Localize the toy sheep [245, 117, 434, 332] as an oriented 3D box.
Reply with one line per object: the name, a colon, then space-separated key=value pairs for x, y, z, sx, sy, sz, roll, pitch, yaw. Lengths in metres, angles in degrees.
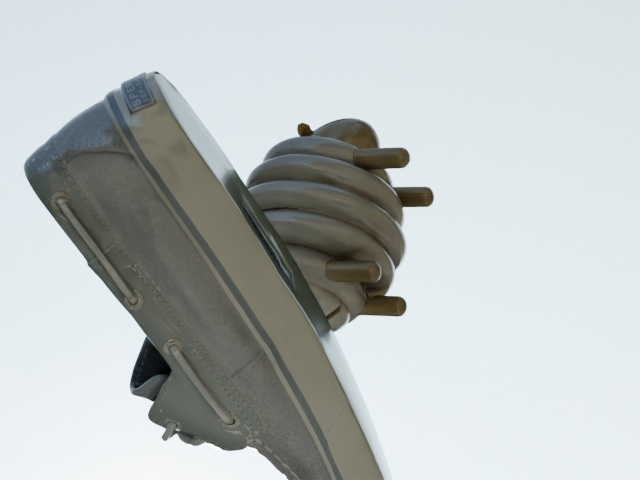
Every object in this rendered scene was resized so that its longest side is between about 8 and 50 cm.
toy sheep: x=0.000 y=0.000 z=0.900 sx=0.091 sy=0.091 sz=0.132 roll=54 pitch=-135 yaw=-46

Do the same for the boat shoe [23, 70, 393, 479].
boat shoe: x=-0.043 y=0.039 z=0.802 sx=0.081 sy=0.079 sz=0.227 roll=-28 pitch=-67 yaw=6
